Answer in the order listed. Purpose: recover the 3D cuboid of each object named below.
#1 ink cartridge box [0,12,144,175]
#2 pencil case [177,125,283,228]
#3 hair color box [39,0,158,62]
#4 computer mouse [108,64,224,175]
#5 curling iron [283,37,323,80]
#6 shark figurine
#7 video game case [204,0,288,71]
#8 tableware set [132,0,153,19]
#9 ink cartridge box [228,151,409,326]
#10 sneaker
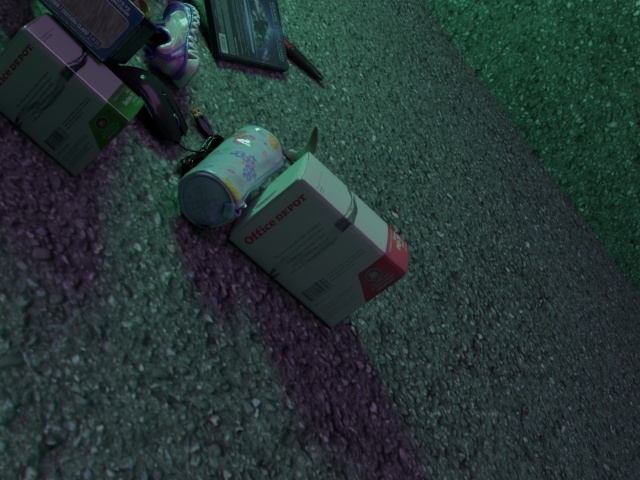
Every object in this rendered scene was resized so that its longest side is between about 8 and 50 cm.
[{"bbox_3d":[-0.412,-0.231,1.387,0.208,0.153,0.087,44,29,-18],"label":"ink cartridge box"},{"bbox_3d":[-0.164,-0.124,1.649,0.273,0.124,0.113,-58,151,-59],"label":"pencil case"},{"bbox_3d":[-0.386,-0.402,1.515,0.174,0.105,0.347,44,2,-12],"label":"hair color box"},{"bbox_3d":[-0.282,-0.255,1.698,0.262,0.060,0.184,51,29,-4],"label":"computer mouse"},{"bbox_3d":[-0.087,-0.518,2.299,0.274,0.035,0.068,40,31,-22],"label":"curling iron"},{"bbox_3d":[-0.020,-0.127,1.890,0.166,0.116,0.278,47,31,-14],"label":"shark figurine"},{"bbox_3d":[-0.179,-0.519,2.112,0.274,0.026,0.196,-3,82,-58],"label":"video game case"},{"bbox_3d":[-0.407,-0.486,1.794,0.128,0.039,0.194,54,29,3],"label":"tableware set"},{"bbox_3d":[0.000,0.000,1.673,0.283,0.207,0.117,42,29,-19],"label":"ink cartridge box"},{"bbox_3d":[-0.314,-0.426,1.817,0.105,0.095,0.236,21,42,-32],"label":"sneaker"}]
